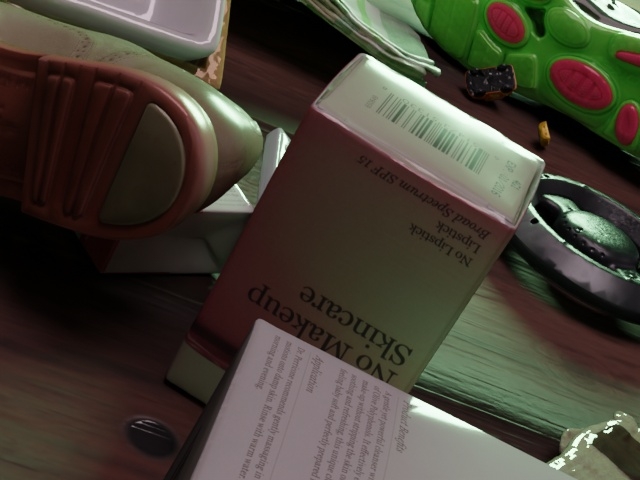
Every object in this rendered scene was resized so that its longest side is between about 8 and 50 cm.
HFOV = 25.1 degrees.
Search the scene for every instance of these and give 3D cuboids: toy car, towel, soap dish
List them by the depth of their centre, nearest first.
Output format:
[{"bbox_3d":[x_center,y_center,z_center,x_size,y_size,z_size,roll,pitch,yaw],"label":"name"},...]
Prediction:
[{"bbox_3d":[-0.189,-0.275,1.264,0.229,0.118,0.290,16,60,-22],"label":"soap dish"},{"bbox_3d":[-0.015,-0.291,1.538,0.325,0.038,0.248,35,15,-14],"label":"towel"},{"bbox_3d":[0.211,-0.146,1.638,0.040,0.060,0.122,75,-10,-67],"label":"toy car"}]

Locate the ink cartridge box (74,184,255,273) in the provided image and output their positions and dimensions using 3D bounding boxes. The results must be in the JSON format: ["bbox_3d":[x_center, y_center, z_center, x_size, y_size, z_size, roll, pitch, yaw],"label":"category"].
[{"bbox_3d":[-0.150,-0.062,1.105,0.115,0.067,0.198,0,40,-42],"label":"ink cartridge box"}]

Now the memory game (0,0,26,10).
[{"bbox_3d":[-0.297,-0.174,1.056,0.186,0.186,0.012,22,63,-15],"label":"memory game"}]

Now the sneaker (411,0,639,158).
[{"bbox_3d":[0.298,-0.237,1.748,0.483,0.185,0.202,40,11,12],"label":"sneaker"}]

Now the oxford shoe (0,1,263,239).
[{"bbox_3d":[-0.228,-0.101,0.999,0.397,0.140,0.146,24,18,18],"label":"oxford shoe"}]

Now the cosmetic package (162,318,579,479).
[{"bbox_3d":[0.079,0.219,0.766,0.365,0.155,0.197,29,28,-3],"label":"cosmetic package"}]

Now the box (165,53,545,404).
[{"bbox_3d":[0.022,0.020,0.956,0.149,0.232,0.127,31,28,3],"label":"box"}]

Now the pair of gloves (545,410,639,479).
[{"bbox_3d":[0.265,0.225,1.054,0.240,0.042,0.204,40,26,15],"label":"pair of gloves"}]

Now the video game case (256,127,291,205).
[{"bbox_3d":[0.000,0.000,1.129,0.143,0.019,0.157,51,20,-23],"label":"video game case"}]

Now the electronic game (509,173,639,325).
[{"bbox_3d":[0.267,0.007,1.403,0.229,0.048,0.229,22,27,-12],"label":"electronic game"}]
